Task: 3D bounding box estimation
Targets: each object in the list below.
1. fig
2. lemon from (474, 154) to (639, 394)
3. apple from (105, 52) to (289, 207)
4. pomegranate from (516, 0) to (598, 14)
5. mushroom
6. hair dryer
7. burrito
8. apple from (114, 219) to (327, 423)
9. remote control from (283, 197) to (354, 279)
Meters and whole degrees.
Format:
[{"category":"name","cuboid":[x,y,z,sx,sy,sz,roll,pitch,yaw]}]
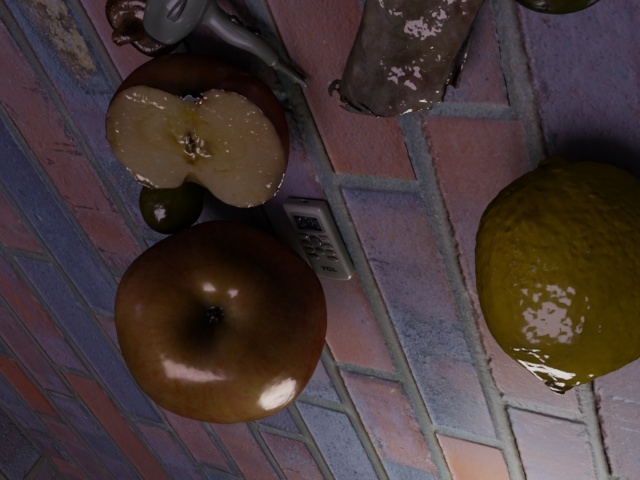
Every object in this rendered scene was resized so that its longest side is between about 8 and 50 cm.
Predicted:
[{"category":"fig","cuboid":[-0.251,-0.108,1.723,0.124,0.124,0.236,37,130,-6]},{"category":"lemon","cuboid":[0.339,0.044,1.258,0.268,0.268,0.322,-7,93,44]},{"category":"apple","cuboid":[-0.178,-0.197,1.490,0.292,0.163,0.251,12,138,5]},{"category":"pomegranate","cuboid":[0.236,-0.334,1.000,0.220,0.156,0.156,36,147,13]},{"category":"mushroom","cuboid":[-0.273,-0.343,1.457,0.109,0.085,0.126,-39,114,9]},{"category":"hair dryer","cuboid":[-0.111,-0.350,1.343,0.267,0.092,0.229,16,137,-8]},{"category":"burrito","cuboid":[0.118,-0.267,1.223,0.175,0.107,0.348,41,146,13]},{"category":"apple","cuboid":[-0.182,0.149,1.713,0.391,0.392,0.346,34,177,-1]},{"category":"remote control","cuboid":[0.000,0.000,1.709,0.087,0.029,0.190,8,139,33]}]
